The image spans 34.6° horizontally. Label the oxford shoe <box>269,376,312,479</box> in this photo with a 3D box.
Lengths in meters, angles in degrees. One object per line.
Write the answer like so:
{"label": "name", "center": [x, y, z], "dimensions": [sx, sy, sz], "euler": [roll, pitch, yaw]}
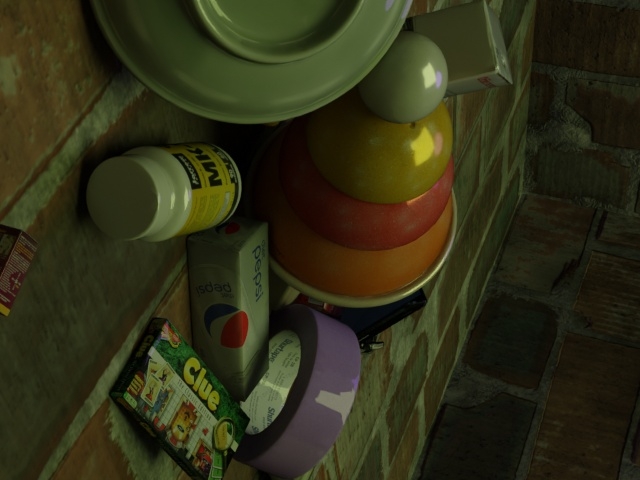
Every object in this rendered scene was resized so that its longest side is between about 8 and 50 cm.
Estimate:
{"label": "oxford shoe", "center": [-0.053, 0.378, 1.989], "dimensions": [0.449, 0.130, 0.169], "euler": [104, 8, -51]}

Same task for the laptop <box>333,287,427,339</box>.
{"label": "laptop", "center": [0.064, 0.121, 1.907], "dimensions": [0.136, 0.234, 0.264], "euler": [59, 13, 10]}

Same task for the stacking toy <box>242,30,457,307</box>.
{"label": "stacking toy", "center": [0.084, -0.131, 1.473], "dimensions": [0.480, 0.351, 0.350], "euler": [115, -3, -65]}

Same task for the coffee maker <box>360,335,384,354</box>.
{"label": "coffee maker", "center": [0.052, 0.174, 2.185], "dimensions": [0.178, 0.120, 0.171], "euler": [-11, 90, -71]}

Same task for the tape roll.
{"label": "tape roll", "center": [-0.050, 0.246, 1.687], "dimensions": [0.275, 0.090, 0.274], "euler": [-46, -152, 34]}

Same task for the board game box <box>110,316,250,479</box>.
{"label": "board game box", "center": [-0.196, 0.243, 1.491], "dimensions": [0.259, 0.030, 0.136], "euler": [57, 43, -39]}

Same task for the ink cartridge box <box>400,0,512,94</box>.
{"label": "ink cartridge box", "center": [0.161, -0.309, 1.784], "dimensions": [0.223, 0.307, 0.129], "euler": [-12, 91, -73]}

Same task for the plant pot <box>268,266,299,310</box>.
{"label": "plant pot", "center": [-0.077, 0.055, 1.730], "dimensions": [0.096, 0.109, 0.109], "euler": [-68, 164, 16]}

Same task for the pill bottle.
{"label": "pill bottle", "center": [-0.193, -0.061, 1.279], "dimensions": [0.208, 0.119, 0.119], "euler": [-21, 122, -68]}

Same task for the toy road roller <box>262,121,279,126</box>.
{"label": "toy road roller", "center": [-0.075, -0.304, 1.346], "dimensions": [0.240, 0.202, 0.329], "euler": [-60, 159, -14]}

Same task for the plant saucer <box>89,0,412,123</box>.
{"label": "plant saucer", "center": [-0.056, -0.311, 1.134], "dimensions": [0.100, 0.401, 0.400], "euler": [-131, -138, -60]}

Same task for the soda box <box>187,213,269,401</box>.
{"label": "soda box", "center": [-0.139, 0.104, 1.588], "dimensions": [0.098, 0.091, 0.286], "euler": [-50, 147, -52]}

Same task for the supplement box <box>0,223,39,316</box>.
{"label": "supplement box", "center": [-0.332, 0.027, 1.041], "dimensions": [0.043, 0.055, 0.083], "euler": [63, 44, -64]}

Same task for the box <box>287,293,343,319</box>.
{"label": "box", "center": [0.000, 0.000, 1.858], "dimensions": [0.122, 0.128, 0.256], "euler": [43, 62, -69]}
